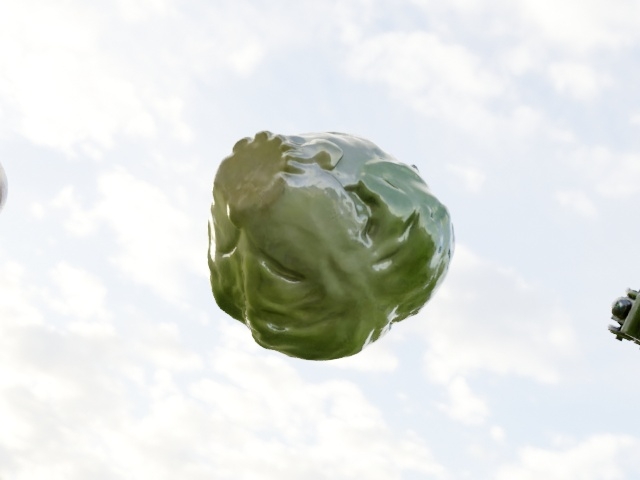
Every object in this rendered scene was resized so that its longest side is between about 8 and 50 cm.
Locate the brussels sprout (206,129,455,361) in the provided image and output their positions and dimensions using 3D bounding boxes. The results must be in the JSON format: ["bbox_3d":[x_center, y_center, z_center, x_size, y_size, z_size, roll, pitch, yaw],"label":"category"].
[{"bbox_3d":[-0.003,0.008,1.477,0.316,0.243,0.274,20,-45,-29],"label":"brussels sprout"}]

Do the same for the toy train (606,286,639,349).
[{"bbox_3d":[0.558,0.149,1.981,0.225,0.090,0.137,23,3,-35],"label":"toy train"}]

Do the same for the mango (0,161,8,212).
[{"bbox_3d":[-0.336,-0.053,1.090,0.115,0.090,0.178,39,3,4],"label":"mango"}]
